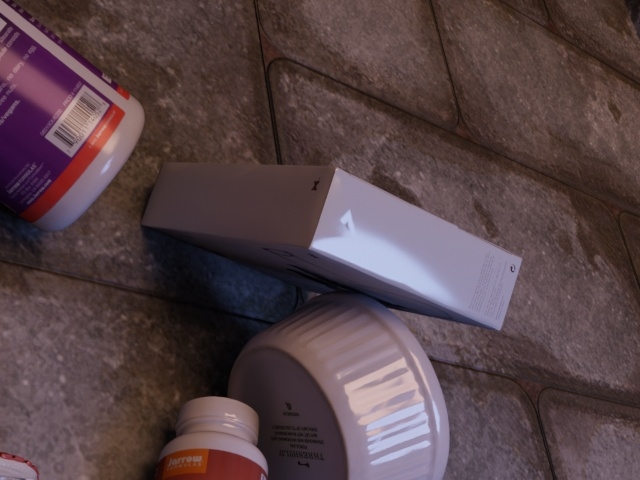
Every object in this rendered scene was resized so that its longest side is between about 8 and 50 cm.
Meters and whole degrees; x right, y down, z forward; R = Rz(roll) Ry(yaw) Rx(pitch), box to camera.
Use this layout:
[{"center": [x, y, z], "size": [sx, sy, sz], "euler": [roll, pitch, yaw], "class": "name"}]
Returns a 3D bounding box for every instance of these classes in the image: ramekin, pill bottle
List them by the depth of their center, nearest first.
[{"center": [-0.118, 0.279, 1.046], "size": [0.121, 0.121, 0.216], "euler": [30, 44, -29], "class": "pill bottle"}, {"center": [-0.359, -0.166, 1.066], "size": [0.323, 0.181, 0.181], "euler": [39, 41, -20], "class": "pill bottle"}, {"center": [0.006, 0.201, 1.133], "size": [0.127, 0.273, 0.273], "euler": [-15, 74, -39], "class": "ramekin"}]

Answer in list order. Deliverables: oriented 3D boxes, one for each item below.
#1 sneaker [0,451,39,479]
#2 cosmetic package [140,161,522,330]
[{"center": [-0.351, 0.234, 0.877], "size": [0.225, 0.088, 0.093], "euler": [-1, 85, -47], "class": "sneaker"}, {"center": [0.000, 0.000, 1.185], "size": [0.284, 0.377, 0.097], "euler": [26, 79, -34], "class": "cosmetic package"}]
